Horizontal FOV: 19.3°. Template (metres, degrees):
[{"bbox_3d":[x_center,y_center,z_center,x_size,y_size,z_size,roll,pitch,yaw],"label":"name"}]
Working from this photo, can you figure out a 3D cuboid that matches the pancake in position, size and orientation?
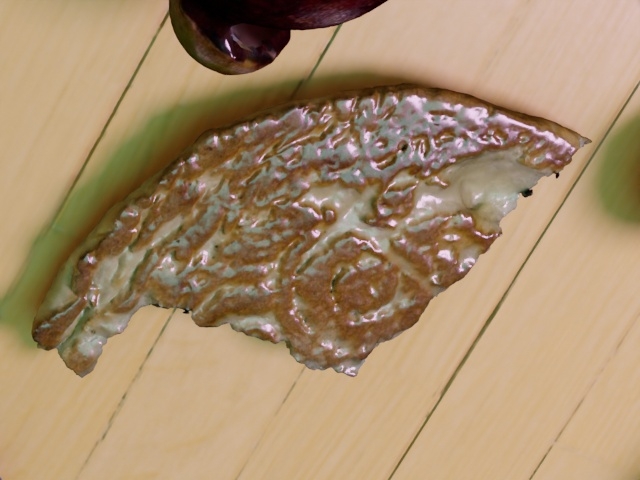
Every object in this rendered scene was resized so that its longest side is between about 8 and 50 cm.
[{"bbox_3d":[-0.001,-0.003,1.191,0.376,0.054,0.197,-13,116,-6],"label":"pancake"}]

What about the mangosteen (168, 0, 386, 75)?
[{"bbox_3d":[-0.024,-0.204,1.011,0.209,0.210,0.210,-6,117,-12],"label":"mangosteen"}]

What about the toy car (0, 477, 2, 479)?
[{"bbox_3d":[-0.308,0.254,1.170,0.198,0.166,0.314,21,107,-27],"label":"toy car"}]
